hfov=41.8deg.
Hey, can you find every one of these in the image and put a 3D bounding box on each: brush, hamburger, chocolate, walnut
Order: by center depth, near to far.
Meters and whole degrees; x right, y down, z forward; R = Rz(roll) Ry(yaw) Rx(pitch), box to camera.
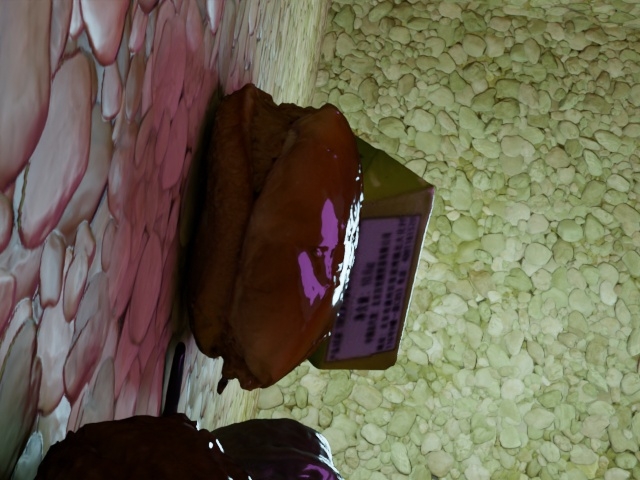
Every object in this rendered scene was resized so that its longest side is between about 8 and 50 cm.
[{"bbox_3d":[-0.152,0.187,0.840,0.063,0.016,0.193,-82,-178,-66],"label":"brush"},{"bbox_3d":[-0.046,0.001,0.891,0.290,0.170,0.314,-37,139,-80],"label":"hamburger"},{"bbox_3d":[-0.076,0.338,1.093,0.224,0.224,0.224,10,90,-90],"label":"walnut"},{"bbox_3d":[0.000,0.000,1.187,0.289,0.137,0.300,40,-48,44],"label":"chocolate"}]

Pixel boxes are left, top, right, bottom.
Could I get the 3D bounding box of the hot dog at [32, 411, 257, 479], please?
[{"bbox_3d":[-0.087,0.258,0.336,0.267,0.174,0.387,96,3,-45],"label":"hot dog"}]
